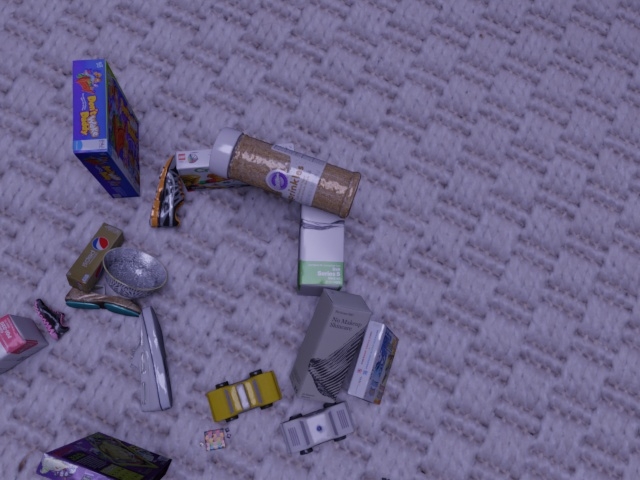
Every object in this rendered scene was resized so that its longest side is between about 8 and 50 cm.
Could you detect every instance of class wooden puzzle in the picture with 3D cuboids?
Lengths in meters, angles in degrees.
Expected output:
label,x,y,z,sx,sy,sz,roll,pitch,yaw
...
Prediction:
label,x,y,z,sx,sy,sz,roll,pitch,yaw
wooden puzzle,-0.272,0.514,1.549,0.083,0.006,0.049,-8,78,-6

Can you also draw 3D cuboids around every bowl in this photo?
label,x,y,z,sx,sy,sz,roll,pitch,yaw
bowl,-0.497,0.101,1.573,0.170,0.170,0.080,33,114,4

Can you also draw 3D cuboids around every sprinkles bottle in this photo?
label,x,y,z,sx,sy,sz,roll,pitch,yaw
sprinkles bottle,-0.085,-0.164,1.458,0.356,0.121,0.121,19,76,2

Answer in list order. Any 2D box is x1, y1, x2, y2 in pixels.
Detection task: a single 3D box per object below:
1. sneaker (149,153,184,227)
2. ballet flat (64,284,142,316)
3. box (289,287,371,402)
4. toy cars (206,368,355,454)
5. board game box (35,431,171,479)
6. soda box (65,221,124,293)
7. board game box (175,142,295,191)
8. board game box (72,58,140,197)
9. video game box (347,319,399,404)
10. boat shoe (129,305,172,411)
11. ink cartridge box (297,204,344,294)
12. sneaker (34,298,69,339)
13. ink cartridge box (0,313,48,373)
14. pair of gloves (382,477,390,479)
label,x,y,z,sx,sy,sz,roll,pitch,yaw
sneaker,-0.412,-0.133,1.658,0.083,0.084,0.214,12,80,-15
ballet flat,-0.564,0.153,1.583,0.206,0.073,0.067,11,62,-5
box,0.022,0.266,1.507,0.113,0.094,0.275,12,110,-20
toy cars,-0.101,0.439,1.537,0.394,0.087,0.176,22,77,1
board game box,-0.472,0.510,1.362,0.208,0.347,0.056,24,79,2
soda box,-0.589,0.044,1.580,0.058,0.061,0.181,23,56,2
board game box,-0.221,-0.195,1.621,0.305,0.193,0.053,-5,77,-5
board game box,-0.539,-0.270,1.537,0.078,0.347,0.233,-4,78,-5
video game box,0.138,0.314,1.522,0.048,0.205,0.187,16,77,22
boat shoe,-0.445,0.306,1.544,0.088,0.096,0.267,-11,88,-8
ink cartridge box,0.000,0.000,1.587,0.115,0.198,0.272,3,77,-3
sneaker,-0.703,0.199,1.576,0.057,0.047,0.119,-32,88,-17
ink cartridge box,-0.818,0.282,1.487,0.218,0.158,0.092,-35,83,-11
pair of gloves,0.160,0.658,1.544,0.083,0.010,0.074,-35,81,-11
